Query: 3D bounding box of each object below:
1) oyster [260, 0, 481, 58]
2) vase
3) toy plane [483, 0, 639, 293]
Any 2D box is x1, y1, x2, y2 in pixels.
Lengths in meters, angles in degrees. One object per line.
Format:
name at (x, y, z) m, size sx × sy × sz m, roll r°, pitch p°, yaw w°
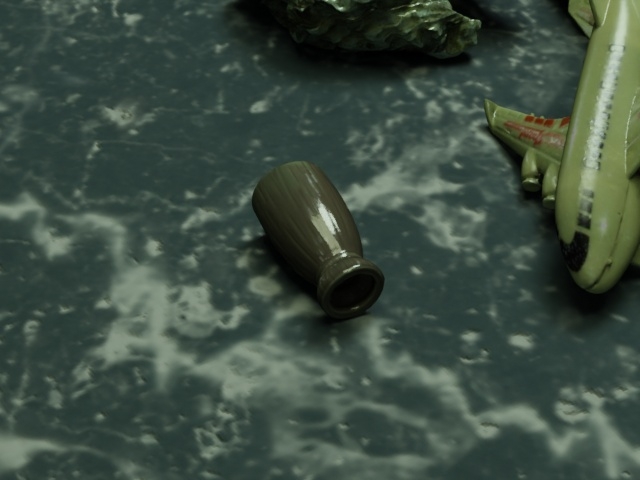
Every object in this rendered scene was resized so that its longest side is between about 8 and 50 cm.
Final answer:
oyster at (0.020, -0.173, 1.388) m, size 0.177 × 0.064 × 0.125 m, roll 24°, pitch 29°, yaw 39°
vase at (0.000, 0.000, 1.181) m, size 0.053 × 0.053 × 0.100 m, roll -16°, pitch 47°, yaw -20°
toy plane at (0.190, -0.074, 1.217) m, size 0.092 × 0.229 × 0.244 m, roll 24°, pitch 60°, yaw -34°
